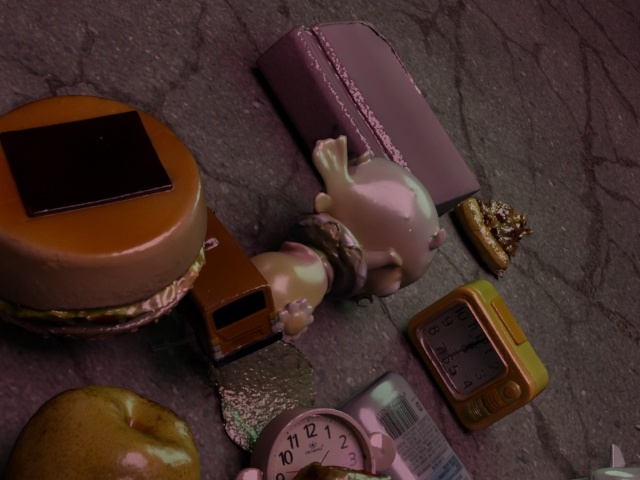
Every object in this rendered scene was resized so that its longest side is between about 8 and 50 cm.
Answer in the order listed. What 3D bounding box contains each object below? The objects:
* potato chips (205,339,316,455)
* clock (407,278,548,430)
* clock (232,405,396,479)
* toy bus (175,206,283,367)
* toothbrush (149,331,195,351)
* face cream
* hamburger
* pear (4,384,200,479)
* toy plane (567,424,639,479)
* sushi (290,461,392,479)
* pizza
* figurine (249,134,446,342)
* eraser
[{"bbox_3d":[-0.056,0.202,1.498,0.167,0.059,0.228,-23,94,-41],"label":"potato chips"},{"bbox_3d":[0.241,0.174,1.789,0.096,0.143,0.202,-18,73,-55],"label":"clock"},{"bbox_3d":[-0.010,0.284,1.439,0.229,0.063,0.156,-12,92,-28],"label":"clock"},{"bbox_3d":[-0.136,0.049,1.430,0.098,0.114,0.201,-23,42,-16],"label":"toy bus"},{"bbox_3d":[-0.135,0.111,1.460,0.162,0.014,0.017,-15,58,-15],"label":"toothbrush"},{"bbox_3d":[0.150,0.345,1.596,0.337,0.080,0.163,56,35,4],"label":"face cream"},{"bbox_3d":[-0.270,-0.020,1.314,0.300,0.176,0.300,6,51,-7],"label":"hamburger"},{"bbox_3d":[-0.222,0.250,1.179,0.197,0.197,0.197,29,42,-30],"label":"pear"},{"bbox_3d":[0.532,0.432,1.914,0.266,0.122,0.267,12,70,-36],"label":"toy plane"},{"bbox_3d":[0.010,0.387,1.322,0.184,0.139,0.274,35,66,-19],"label":"sushi"},{"bbox_3d":[0.332,-0.024,2.123,0.194,0.069,0.154,-24,78,-52],"label":"pizza"},{"bbox_3d":[0.000,0.000,1.623,0.394,0.226,0.275,-37,127,-39],"label":"figurine"},{"bbox_3d":[0.083,-0.190,1.943,0.272,0.122,0.359,-19,76,-53],"label":"eraser"}]
